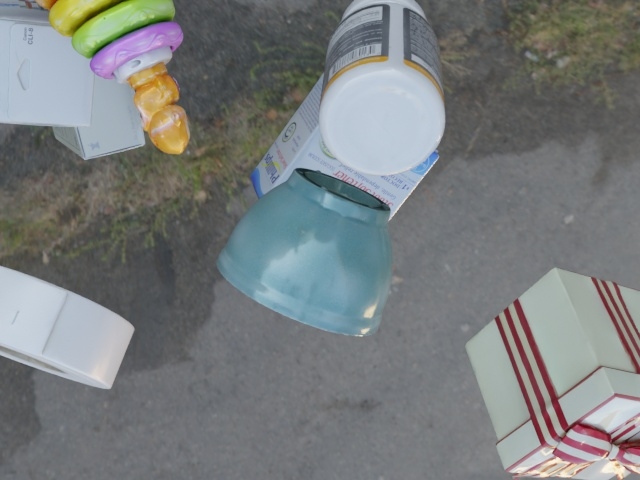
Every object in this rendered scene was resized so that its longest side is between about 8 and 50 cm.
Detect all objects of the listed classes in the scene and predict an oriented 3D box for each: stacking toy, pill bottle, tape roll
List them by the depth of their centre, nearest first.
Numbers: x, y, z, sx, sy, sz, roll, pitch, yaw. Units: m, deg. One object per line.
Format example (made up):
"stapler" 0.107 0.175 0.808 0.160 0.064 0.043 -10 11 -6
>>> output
"stacking toy" -0.212 -0.231 0.945 0.166 0.175 0.302 -29 96 -28
"pill bottle" 0.084 -0.224 1.209 0.162 0.278 0.162 3 128 3
"tape roll" -0.425 0.126 1.318 0.286 0.286 0.100 30 70 -31

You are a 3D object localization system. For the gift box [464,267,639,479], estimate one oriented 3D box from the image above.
"gift box" 0.396 0.234 1.355 0.255 0.258 0.276 10 135 -28

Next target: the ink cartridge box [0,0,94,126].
"ink cartridge box" -0.354 -0.230 1.114 0.127 0.176 0.128 1 116 -20

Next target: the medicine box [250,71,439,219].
"medicine box" 0.047 -0.154 1.857 0.263 0.149 0.289 29 107 -26

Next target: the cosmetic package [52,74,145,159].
"cosmetic package" -0.420 -0.252 1.608 0.113 0.309 0.160 -17 110 -22

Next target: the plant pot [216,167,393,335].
"plant pot" 0.000 0.000 1.470 0.293 0.293 0.196 17 103 -27
